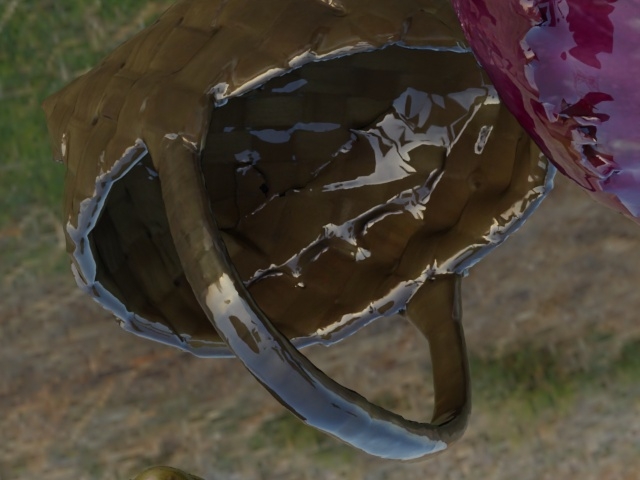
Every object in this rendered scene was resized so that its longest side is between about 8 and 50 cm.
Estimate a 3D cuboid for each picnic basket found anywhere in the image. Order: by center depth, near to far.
[{"bbox_3d":[0.000,0.000,1.117,0.337,0.337,0.293,-34,137,24],"label":"picnic basket"}]

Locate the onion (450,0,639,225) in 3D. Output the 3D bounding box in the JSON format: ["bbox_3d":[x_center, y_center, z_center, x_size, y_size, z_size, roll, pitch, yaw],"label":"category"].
[{"bbox_3d":[0.229,-0.183,0.831,0.358,0.345,0.358,-11,153,-6],"label":"onion"}]

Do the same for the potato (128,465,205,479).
[{"bbox_3d":[-0.107,0.226,1.118,0.080,0.170,0.107,7,157,14],"label":"potato"}]
